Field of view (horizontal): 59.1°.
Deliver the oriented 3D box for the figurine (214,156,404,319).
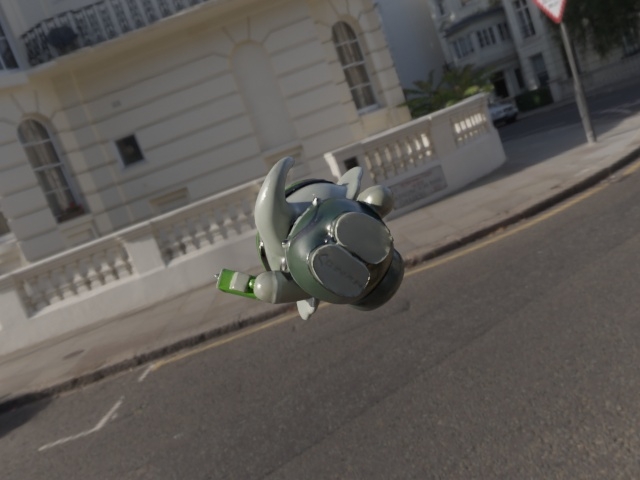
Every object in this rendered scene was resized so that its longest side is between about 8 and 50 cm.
[{"bbox_3d":[0.000,0.000,0.459,0.147,0.126,0.192,-63,10,-1],"label":"figurine"}]
